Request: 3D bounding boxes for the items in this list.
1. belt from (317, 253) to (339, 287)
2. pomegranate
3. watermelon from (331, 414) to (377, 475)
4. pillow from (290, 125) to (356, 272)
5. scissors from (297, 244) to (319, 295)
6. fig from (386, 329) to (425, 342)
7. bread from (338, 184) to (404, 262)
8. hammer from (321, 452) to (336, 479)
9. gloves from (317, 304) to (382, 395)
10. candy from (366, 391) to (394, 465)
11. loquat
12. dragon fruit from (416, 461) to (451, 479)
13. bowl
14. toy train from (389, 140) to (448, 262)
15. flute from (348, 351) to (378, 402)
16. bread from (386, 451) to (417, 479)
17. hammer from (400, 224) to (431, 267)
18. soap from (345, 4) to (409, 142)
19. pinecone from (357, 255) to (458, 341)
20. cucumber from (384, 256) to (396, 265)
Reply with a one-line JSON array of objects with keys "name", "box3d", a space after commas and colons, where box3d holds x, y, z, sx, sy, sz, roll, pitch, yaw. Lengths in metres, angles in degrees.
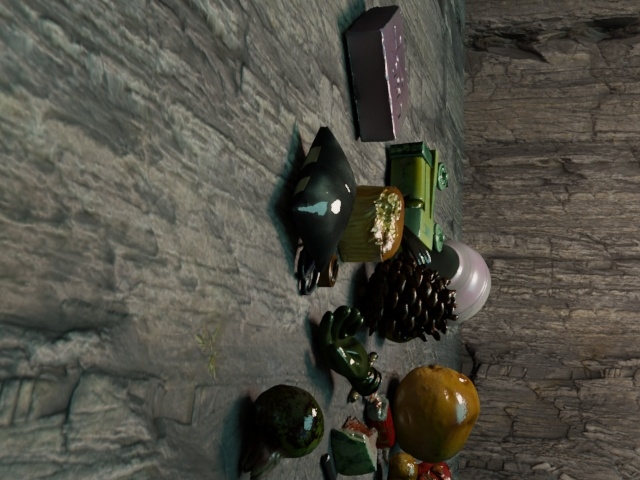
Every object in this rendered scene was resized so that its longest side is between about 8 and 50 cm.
[{"name": "belt", "box3d": [0.017, 0.064, 1.650, 0.059, 0.036, 0.083, 70, 26, -43]}, {"name": "pomegranate", "box3d": [-0.075, 0.317, 1.271, 0.125, 0.163, 0.138, 56, -15, 26]}, {"name": "watermelon", "box3d": [0.090, 0.489, 1.778, 0.158, 0.098, 0.121, 1, 90, -76]}, {"name": "pillow", "box3d": [0.008, -0.084, 1.510, 0.186, 0.106, 0.249, 66, 31, -43]}, {"name": "scissors", "box3d": [0.000, 0.000, 1.624, 0.300, 0.022, 0.109, -68, 155, -52]}, {"name": "fig", "box3d": [0.231, 0.227, 2.177, 0.165, 0.154, 0.144, 115, -25, -51]}, {"name": "bread", "box3d": [0.132, -0.043, 1.857, 0.250, 0.133, 0.178, -40, 131, -66]}, {"name": "hammer", "box3d": [0.033, 0.578, 1.706, 0.103, 0.029, 0.246, -68, 150, -51]}, {"name": "gloves", "box3d": [0.058, 0.244, 1.656, 0.135, 0.107, 0.268, -86, 161, -49]}, {"name": "candy", "box3d": [0.165, 0.501, 2.055, 0.086, 0.059, 0.292, -71, 154, -49]}, {"name": "loquat", "box3d": [0.341, 0.522, 2.301, 0.276, 0.276, 0.283, -29, 135, -70]}, {"name": "dragon fruit", "box3d": [0.311, 0.793, 2.410, 0.223, 0.148, 0.218, -84, -166, -48]}, {"name": "bowl", "box3d": [0.383, 0.112, 2.391, 0.143, 0.287, 0.286, 52, 41, -49]}, {"name": "toy train", "box3d": [0.288, -0.124, 2.308, 0.253, 0.160, 0.396, 37, 55, -60]}, {"name": "flute", "box3d": [0.112, 0.352, 1.948, 0.233, 0.027, 0.027, -48, 135, -63]}, {"name": "bread", "box3d": [0.217, 0.766, 2.139, 0.124, 0.084, 0.343, -31, 129, -78]}, {"name": "hammer", "box3d": [0.277, 0.119, 2.198, 0.168, 0.044, 0.439, 51, -14, 40]}, {"name": "soap", "box3d": [0.155, -0.442, 1.981, 0.285, 0.107, 0.296, -66, 151, -56]}, {"name": "pinecone", "box3d": [0.225, 0.156, 1.966, 0.224, 0.273, 0.224, -173, -90, -79]}, {"name": "cucumber", "box3d": [0.222, 0.143, 2.252, 0.058, 0.052, 0.214, -120, -159, -69]}]
